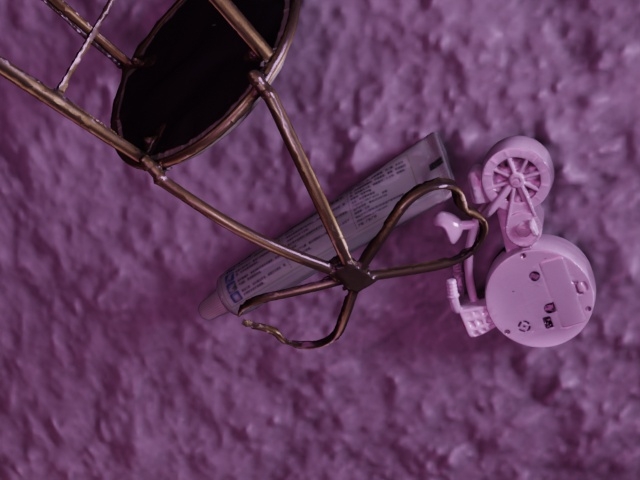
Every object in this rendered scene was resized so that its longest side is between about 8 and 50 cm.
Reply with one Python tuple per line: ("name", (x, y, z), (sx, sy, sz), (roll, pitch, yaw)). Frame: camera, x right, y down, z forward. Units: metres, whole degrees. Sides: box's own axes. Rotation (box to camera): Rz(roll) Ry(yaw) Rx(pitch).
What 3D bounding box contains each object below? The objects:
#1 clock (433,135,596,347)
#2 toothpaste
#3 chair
("clock", (0.113, 0.003, 0.852), (0.087, 0.041, 0.129), (-10, 110, 16))
("toothpaste", (0.000, 0.000, 0.888), (0.197, 0.029, 0.048), (-32, 53, 24))
("chair", (-0.067, -0.095, 0.814), (0.160, 0.170, 0.326), (-36, 127, 19))
